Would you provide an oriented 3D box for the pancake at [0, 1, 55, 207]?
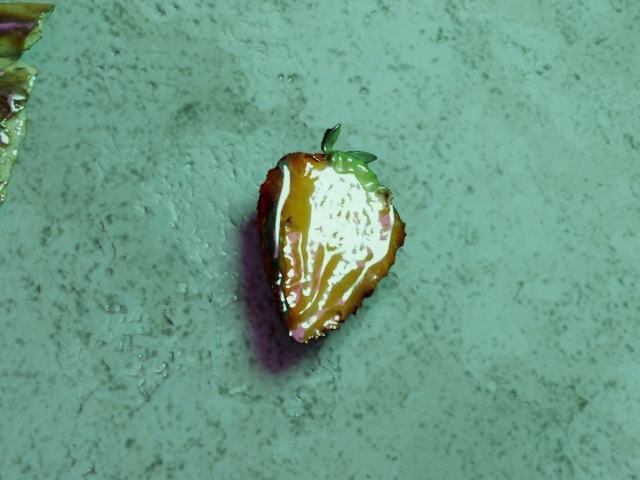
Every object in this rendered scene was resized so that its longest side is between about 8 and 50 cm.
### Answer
[{"bbox_3d":[-0.370,-0.122,1.443,0.212,0.056,0.257,15,70,-5],"label":"pancake"}]

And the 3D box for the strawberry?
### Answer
[{"bbox_3d":[0.002,-0.003,1.459,0.140,0.085,0.192,-11,80,-22],"label":"strawberry"}]
